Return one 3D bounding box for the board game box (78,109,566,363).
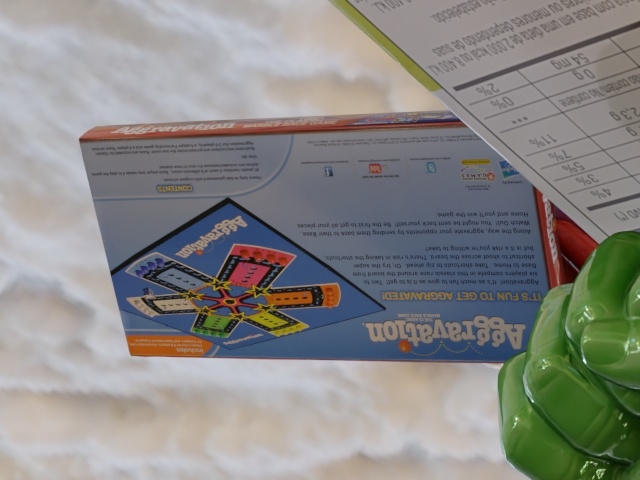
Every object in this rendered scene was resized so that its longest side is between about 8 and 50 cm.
[{"bbox_3d":[0.000,0.000,1.099,0.281,0.027,0.145,0,112,27],"label":"board game box"}]

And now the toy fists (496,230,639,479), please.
[{"bbox_3d":[0.183,0.045,0.706,0.279,0.096,0.142,-27,96,43],"label":"toy fists"}]

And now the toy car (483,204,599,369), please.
[{"bbox_3d":[0.160,-0.002,1.152,0.136,0.182,0.159,13,168,32],"label":"toy car"}]

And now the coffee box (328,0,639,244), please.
[{"bbox_3d":[0.206,-0.221,0.752,0.334,0.338,0.338,39,145,-27],"label":"coffee box"}]
